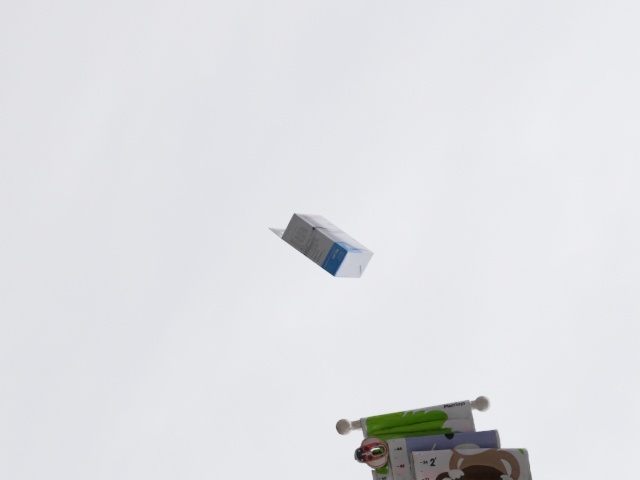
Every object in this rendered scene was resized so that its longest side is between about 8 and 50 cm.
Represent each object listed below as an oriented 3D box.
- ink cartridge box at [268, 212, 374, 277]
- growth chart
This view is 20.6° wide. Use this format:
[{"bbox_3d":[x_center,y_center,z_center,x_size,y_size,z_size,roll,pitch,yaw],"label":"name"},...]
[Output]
[{"bbox_3d":[0.000,0.000,1.563,0.083,0.048,0.028,35,-75,27],"label":"ink cartridge box"},{"bbox_3d":[0.129,0.244,1.592,0.021,0.172,0.237,94,-21,-55],"label":"growth chart"}]
